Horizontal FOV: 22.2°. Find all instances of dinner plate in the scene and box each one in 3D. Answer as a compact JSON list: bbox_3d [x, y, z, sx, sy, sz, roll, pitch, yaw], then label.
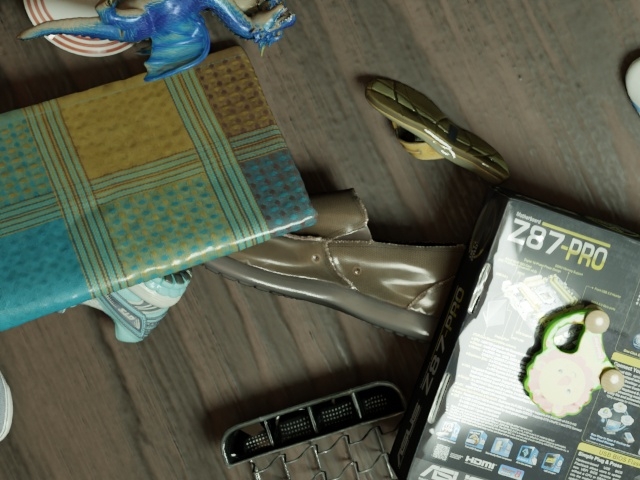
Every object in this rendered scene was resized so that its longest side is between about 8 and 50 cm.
[{"bbox_3d":[-0.249,-0.262,1.756,0.141,0.017,0.141,3,126,4],"label":"dinner plate"}]

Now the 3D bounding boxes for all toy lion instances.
[{"bbox_3d":[0.244,0.122,1.606,0.096,0.034,0.100,-15,100,2],"label":"toy lion"}]

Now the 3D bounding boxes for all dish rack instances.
[{"bbox_3d":[0.030,0.298,1.782,0.208,0.074,0.271,-18,94,8],"label":"dish rack"}]

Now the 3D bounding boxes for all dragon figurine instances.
[{"bbox_3d":[-0.166,-0.224,1.714,0.289,0.085,0.144,-27,122,3],"label":"dragon figurine"}]

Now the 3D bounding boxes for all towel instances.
[{"bbox_3d":[-0.216,-0.056,1.671,0.370,0.040,0.271,-17,53,-8],"label":"towel"}]

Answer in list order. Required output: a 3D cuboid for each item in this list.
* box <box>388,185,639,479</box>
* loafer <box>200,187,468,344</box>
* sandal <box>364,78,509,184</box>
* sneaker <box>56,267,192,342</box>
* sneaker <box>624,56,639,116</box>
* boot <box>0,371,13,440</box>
[{"bbox_3d":[0.306,0.154,1.682,0.395,0.097,0.318,17,99,-11],"label":"box"},{"bbox_3d":[0.000,0.000,1.735,0.366,0.134,0.130,18,94,-6],"label":"loafer"},{"bbox_3d":[0.118,-0.107,1.740,0.180,0.072,0.049,34,120,-3],"label":"sandal"},{"bbox_3d":[-0.286,0.013,1.770,0.283,0.110,0.122,33,111,7],"label":"sneaker"},{"bbox_3d":[0.406,-0.109,1.678,0.085,0.086,0.237,-40,73,-2],"label":"sneaker"},{"bbox_3d":[-0.395,0.140,1.802,0.069,0.086,0.190,-15,94,7],"label":"boot"}]
